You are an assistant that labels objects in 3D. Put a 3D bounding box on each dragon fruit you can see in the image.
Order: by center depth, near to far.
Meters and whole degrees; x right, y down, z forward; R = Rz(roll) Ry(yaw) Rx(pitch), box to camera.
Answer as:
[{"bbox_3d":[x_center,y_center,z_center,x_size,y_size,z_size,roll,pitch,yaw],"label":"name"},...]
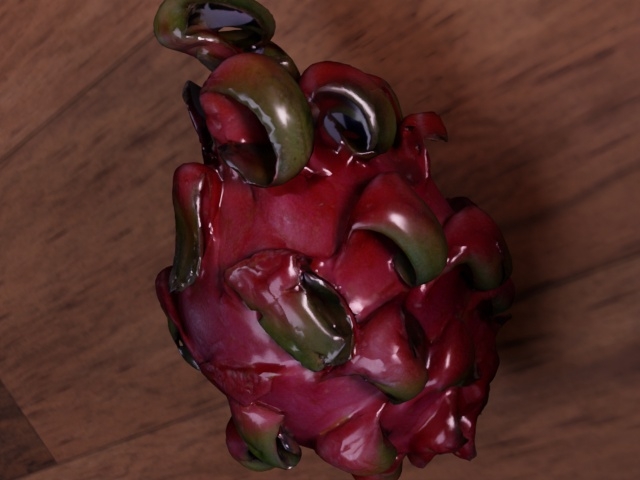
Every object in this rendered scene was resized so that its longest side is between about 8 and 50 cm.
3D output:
[{"bbox_3d":[0.009,0.003,0.851,0.198,0.218,0.272,0,126,-5],"label":"dragon fruit"}]
